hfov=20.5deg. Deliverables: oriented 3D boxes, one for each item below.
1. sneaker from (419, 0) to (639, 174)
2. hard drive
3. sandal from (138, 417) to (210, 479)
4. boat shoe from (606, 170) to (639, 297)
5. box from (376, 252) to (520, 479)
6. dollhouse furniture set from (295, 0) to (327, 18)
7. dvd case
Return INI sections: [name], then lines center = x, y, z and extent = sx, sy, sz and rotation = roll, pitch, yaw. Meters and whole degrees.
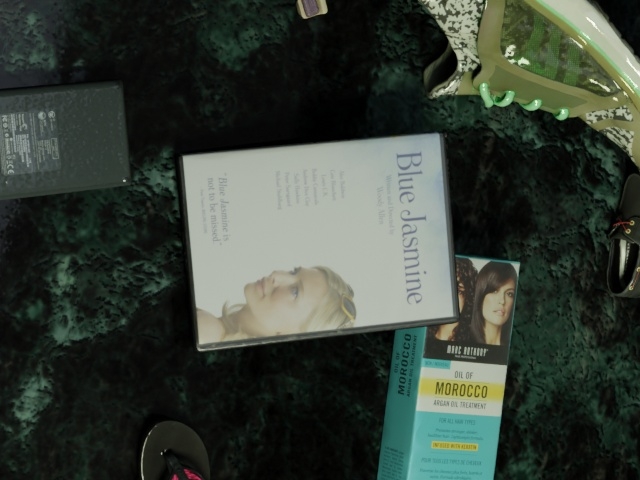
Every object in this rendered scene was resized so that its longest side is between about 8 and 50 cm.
[sneaker]
center = 0.187, -0.184, 1.700
extent = 0.182, 0.158, 0.410
rotation = -38, 115, 13
[hard drive]
center = -0.231, -0.087, 1.526
extent = 0.135, 0.022, 0.094
rotation = -8, 97, -26
[sandal]
center = -0.123, 0.247, 1.596
extent = 0.067, 0.040, 0.179
rotation = -9, 98, -26
[boat shoe]
center = 0.319, -0.007, 1.800
extent = 0.042, 0.049, 0.133
rotation = -1, 98, -35
[box]
center = 0.123, 0.134, 1.703
extent = 0.101, 0.060, 0.244
rotation = 6, 91, -28
[dollhouse furniture set]
center = -0.044, -0.233, 1.578
extent = 0.114, 0.081, 0.091
rotation = -21, 103, -24
[dvd case]
center = 0.000, 0.000, 1.615
extent = 0.253, 0.022, 0.180
rotation = -6, 94, -13
